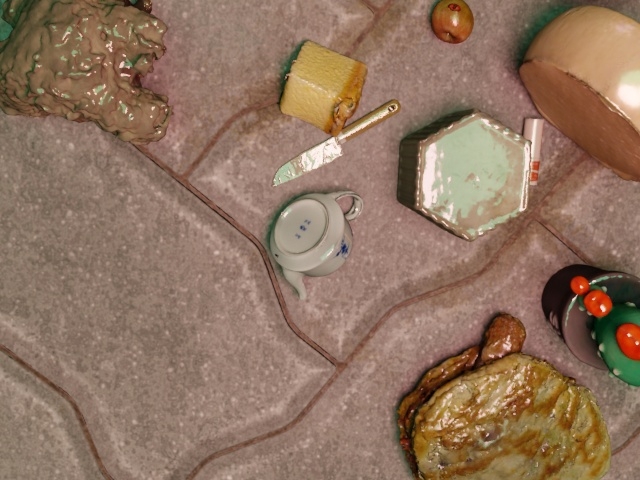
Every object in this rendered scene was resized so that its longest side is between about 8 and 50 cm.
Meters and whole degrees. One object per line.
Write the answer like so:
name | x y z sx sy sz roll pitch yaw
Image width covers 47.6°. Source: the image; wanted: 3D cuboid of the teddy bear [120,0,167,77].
teddy bear | -0.339 -0.384 1.343 0.119 0.078 0.160 -36 82 25

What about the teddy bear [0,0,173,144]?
teddy bear | -0.406 -0.376 1.246 0.357 0.224 0.368 13 85 20

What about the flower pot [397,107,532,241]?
flower pot | 0.261 -0.124 1.350 0.239 0.189 0.209 -27 98 2

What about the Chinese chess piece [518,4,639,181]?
Chinese chess piece | 0.506 -0.252 1.267 0.338 0.338 0.140 44 93 -8

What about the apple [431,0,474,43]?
apple | 0.248 -0.412 1.359 0.084 0.084 0.071 26 80 -6

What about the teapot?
teapot | 0.000 0.000 1.392 0.159 0.159 0.232 34 86 -7

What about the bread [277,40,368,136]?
bread | 0.009 -0.292 1.377 0.147 0.127 0.152 26 63 -5

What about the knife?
knife | 0.029 -0.184 1.416 0.297 0.017 0.047 -29 105 2

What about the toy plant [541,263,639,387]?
toy plant | 0.534 0.163 1.302 0.185 0.400 0.280 -13 100 1

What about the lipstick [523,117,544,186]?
lipstick | 0.413 -0.173 1.425 0.038 0.038 0.131 4 99 -3

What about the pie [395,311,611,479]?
pie | 0.372 0.403 1.448 0.395 0.180 0.418 -40 106 3
